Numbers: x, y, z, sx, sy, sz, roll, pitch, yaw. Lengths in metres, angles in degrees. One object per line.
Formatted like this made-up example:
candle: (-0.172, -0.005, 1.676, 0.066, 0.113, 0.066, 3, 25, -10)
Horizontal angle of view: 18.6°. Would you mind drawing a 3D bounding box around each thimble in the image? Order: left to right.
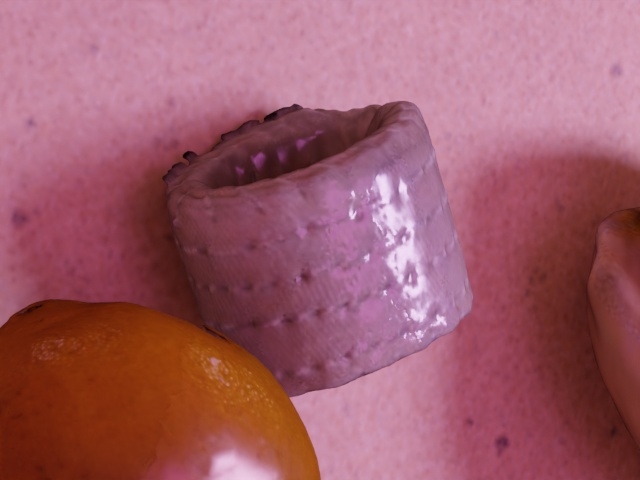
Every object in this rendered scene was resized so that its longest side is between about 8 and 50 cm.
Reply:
thimble: (0.000, 0.000, 0.768, 0.115, 0.102, 0.090, -46, 122, -59)

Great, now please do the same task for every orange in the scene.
orange: (-0.076, 0.089, 0.689, 0.154, 0.154, 0.134, 20, 48, -36)

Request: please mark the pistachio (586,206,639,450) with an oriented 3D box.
pistachio: (0.254, 0.072, 0.920, 0.193, 0.214, 0.318, -39, 114, 19)
